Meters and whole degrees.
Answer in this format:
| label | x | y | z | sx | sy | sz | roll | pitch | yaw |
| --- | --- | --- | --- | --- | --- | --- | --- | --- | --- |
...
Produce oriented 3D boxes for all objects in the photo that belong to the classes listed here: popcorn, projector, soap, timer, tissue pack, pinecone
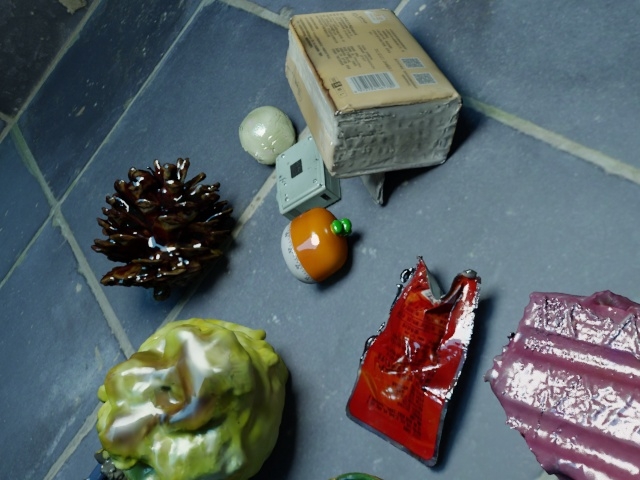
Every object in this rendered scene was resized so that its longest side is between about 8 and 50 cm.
| label | x | y | z | sx | sy | sz | roll | pitch | yaw |
| --- | --- | --- | --- | --- | --- | --- | --- | --- | --- |
| popcorn | -0.197 | 0.254 | 1.035 | 0.312 | 0.312 | 0.312 | -22 | 52 | 32 |
| projector | -0.029 | -0.122 | 1.260 | 0.115 | 0.061 | 0.147 | -30 | 48 | 28 |
| soap | 0.337 | 0.182 | 0.682 | 0.325 | 0.127 | 0.220 | 15 | 74 | 50 |
| timer | 0.000 | 0.000 | 1.129 | 0.136 | 0.099 | 0.136 | -12 | 71 | 38 |
| tissue pack | 0.074 | -0.234 | 1.155 | 0.238 | 0.238 | 0.305 | -39 | 45 | 18 |
| pinecone | -0.320 | -0.028 | 1.335 | 0.298 | 0.242 | 0.295 | 2 | 69 | 50 |

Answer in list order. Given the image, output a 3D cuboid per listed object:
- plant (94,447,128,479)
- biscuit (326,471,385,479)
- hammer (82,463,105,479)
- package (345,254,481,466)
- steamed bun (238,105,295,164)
| label | x | y | z | sx | sy | sz | roll | pitch | yaw |
| --- | --- | --- | --- | --- | --- | --- | --- | --- | --- |
| plant | -0.303 | 0.435 | 1.114 | 0.131 | 0.142 | 0.203 | -38 | 51 | 31 |
| biscuit | 0.087 | 0.436 | 0.818 | 0.287 | 0.057 | 0.343 | -44 | 44 | 14 |
| hammer | -0.405 | 0.423 | 1.281 | 0.194 | 0.070 | 0.116 | -52 | 42 | 18 |
| package | 0.132 | 0.157 | 0.940 | 0.194 | 0.071 | 0.269 | 17 | 82 | 61 |
| steamed bun | -0.115 | -0.227 | 1.378 | 0.112 | 0.091 | 0.130 | -42 | 44 | 13 |
